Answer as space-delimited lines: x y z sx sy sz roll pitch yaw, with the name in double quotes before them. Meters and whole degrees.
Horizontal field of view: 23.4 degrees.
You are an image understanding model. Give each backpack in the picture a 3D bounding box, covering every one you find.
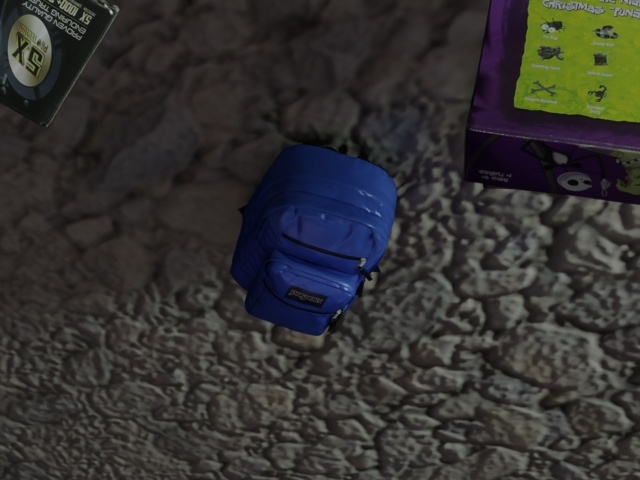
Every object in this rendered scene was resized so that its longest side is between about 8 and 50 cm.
"backpack" 0.000 0.000 1.037 0.098 0.101 0.120 14 144 -14

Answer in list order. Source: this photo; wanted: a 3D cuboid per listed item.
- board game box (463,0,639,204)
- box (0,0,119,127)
"board game box" 0.251 -0.095 0.706 0.347 0.208 0.056 8 150 8
"box" -0.218 -0.149 0.841 0.180 0.077 0.147 31 -178 -26
